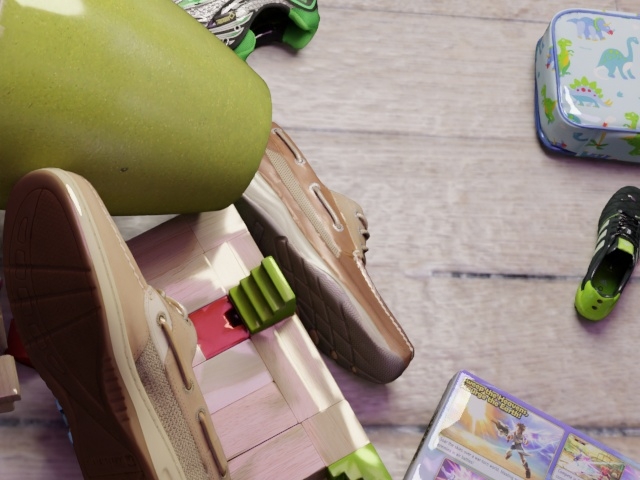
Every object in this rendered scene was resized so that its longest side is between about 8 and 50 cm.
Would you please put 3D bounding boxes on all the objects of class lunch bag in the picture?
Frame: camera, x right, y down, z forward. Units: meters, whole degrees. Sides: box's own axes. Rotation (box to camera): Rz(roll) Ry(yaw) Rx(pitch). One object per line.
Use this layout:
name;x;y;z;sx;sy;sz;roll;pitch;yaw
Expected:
lunch bag;0.359;-0.180;1.673;0.219;0.090;0.176;4;65;-11

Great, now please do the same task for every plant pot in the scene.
plant pot;-0.201;-0.132;1.303;0.294;0.275;0.274;17;60;-29

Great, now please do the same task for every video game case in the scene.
video game case;0.202;0.297;1.430;0.270;0.061;0.244;28;64;1

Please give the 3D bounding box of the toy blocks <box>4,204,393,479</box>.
toy blocks;-0.136;0.144;1.382;0.261;0.190;0.381;-28;72;-11

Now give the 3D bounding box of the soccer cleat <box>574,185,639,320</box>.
soccer cleat;0.330;0.008;1.588;0.060;0.072;0.179;26;62;0

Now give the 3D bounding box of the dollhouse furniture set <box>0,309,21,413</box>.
dollhouse furniture set;-0.456;-0.002;1.309;0.303;0.173;0.355;-10;50;-16

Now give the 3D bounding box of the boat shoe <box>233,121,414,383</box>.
boat shoe;0.000;0.000;1.495;0.116;0.123;0.324;-32;77;-26

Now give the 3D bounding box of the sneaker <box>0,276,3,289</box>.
sneaker;-0.375;0.096;1.399;0.075;0.063;0.170;22;60;1

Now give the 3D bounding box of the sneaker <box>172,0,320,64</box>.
sneaker;-0.151;-0.234;1.562;0.344;0.134;0.146;-23;73;-22

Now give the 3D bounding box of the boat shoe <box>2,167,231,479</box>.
boat shoe;-0.169;0.093;1.227;0.110;0.122;0.341;-30;109;-46
